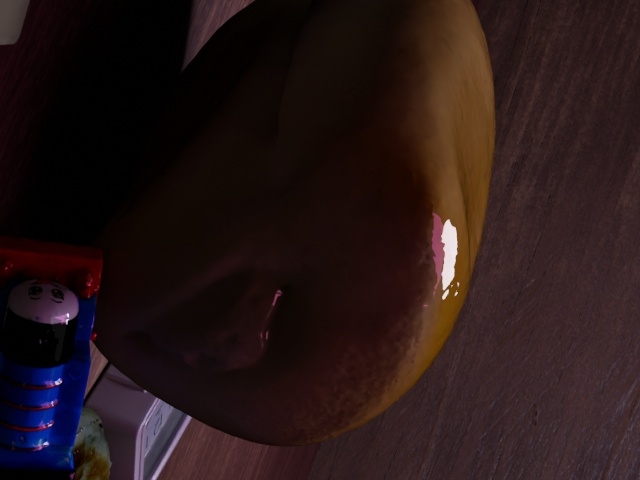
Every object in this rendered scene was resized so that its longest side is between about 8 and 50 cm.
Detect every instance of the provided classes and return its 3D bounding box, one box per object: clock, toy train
[{"bbox_3d":[-0.168,0.152,1.443,0.150,0.063,0.197,100,13,-45],"label":"clock"},{"bbox_3d":[-0.205,0.109,1.005,0.131,0.083,0.204,-110,-149,-62],"label":"toy train"}]

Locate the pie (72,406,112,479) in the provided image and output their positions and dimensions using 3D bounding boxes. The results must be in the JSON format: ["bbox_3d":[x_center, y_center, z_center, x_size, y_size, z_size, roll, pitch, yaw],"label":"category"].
[{"bbox_3d":[-0.245,0.254,1.242,0.240,0.054,0.240,18,90,-80],"label":"pie"}]

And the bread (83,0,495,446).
[{"bbox_3d":[-0.011,-0.025,1.142,0.348,0.253,0.376,-32,-159,26],"label":"bread"}]

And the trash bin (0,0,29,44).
[{"bbox_3d":[-0.193,-0.141,0.805,0.092,0.043,0.061,-26,134,-78],"label":"trash bin"}]
